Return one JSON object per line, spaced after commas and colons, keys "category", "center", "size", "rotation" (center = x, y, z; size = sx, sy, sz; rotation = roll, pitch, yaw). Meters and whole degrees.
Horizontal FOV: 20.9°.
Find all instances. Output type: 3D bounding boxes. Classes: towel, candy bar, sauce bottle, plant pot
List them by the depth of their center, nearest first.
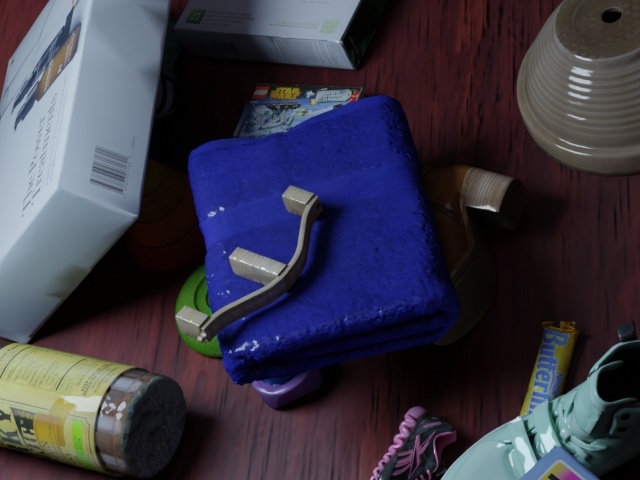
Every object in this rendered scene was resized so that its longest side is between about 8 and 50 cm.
{"category": "candy bar", "center": [0.202, 0.142, 1.581], "size": [0.040, 0.018, 0.161], "rotation": [4, 57, 27]}
{"category": "towel", "center": [0.000, 0.000, 1.657], "size": [0.228, 0.076, 0.308], "rotation": [-16, 43, 3]}
{"category": "plant pot", "center": [0.303, -0.189, 1.732], "size": [0.237, 0.109, 0.237], "rotation": [-13, 51, 17]}
{"category": "sauce bottle", "center": [-0.300, 0.159, 1.749], "size": [0.344, 0.111, 0.111], "rotation": [8, 58, 32]}

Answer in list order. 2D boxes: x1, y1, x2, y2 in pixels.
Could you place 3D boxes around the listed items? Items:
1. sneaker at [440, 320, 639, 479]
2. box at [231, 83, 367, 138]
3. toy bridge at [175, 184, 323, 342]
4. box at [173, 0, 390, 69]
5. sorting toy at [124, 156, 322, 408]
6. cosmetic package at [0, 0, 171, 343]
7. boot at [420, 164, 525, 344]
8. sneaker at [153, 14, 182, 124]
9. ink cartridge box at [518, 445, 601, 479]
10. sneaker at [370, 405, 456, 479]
{"category": "sneaker", "center": [0.202, 0.158, 1.467], "size": [0.256, 0.151, 0.094], "rotation": [-27, 61, 1]}
{"category": "box", "center": [-0.024, -0.126, 1.893], "size": [0.137, 0.027, 0.094], "rotation": [5, 59, 28]}
{"category": "toy bridge", "center": [-0.054, 0.027, 1.572], "size": [0.063, 0.026, 0.188], "rotation": [20, 55, 31]}
{"category": "box", "center": [-0.004, -0.344, 2.037], "size": [0.232, 0.058, 0.322], "rotation": [9, 60, 31]}
{"category": "sorting toy", "center": [-0.121, 0.020, 1.759], "size": [0.127, 0.126, 0.365], "rotation": [-36, 47, -4]}
{"category": "cosmetic package", "center": [-0.272, -0.118, 1.856], "size": [0.284, 0.097, 0.377], "rotation": [-47, 31, 46]}
{"category": "boot", "center": [0.103, 0.011, 1.705], "size": [0.152, 0.073, 0.197], "rotation": [8, 57, 37]}
{"category": "sneaker", "center": [-0.218, -0.195, 2.010], "size": [0.098, 0.083, 0.223], "rotation": [-47, 26, 27]}
{"category": "ink cartridge box", "center": [0.146, 0.392, 1.328], "size": [0.395, 0.151, 0.270], "rotation": [-43, 49, -9]}
{"category": "sneaker", "center": [0.085, 0.208, 1.572], "size": [0.057, 0.047, 0.119], "rotation": [19, 65, 23]}
